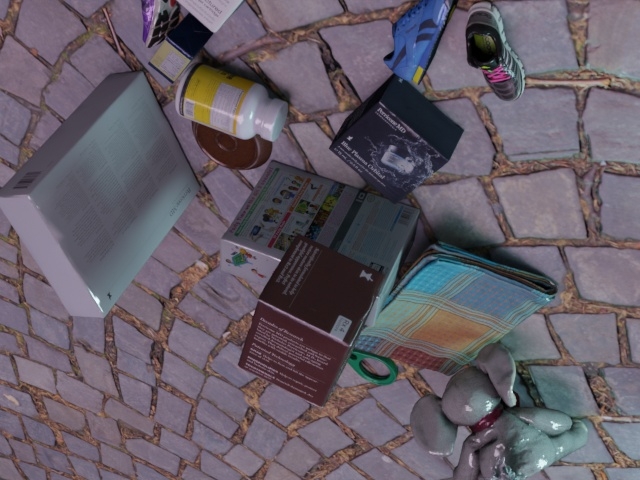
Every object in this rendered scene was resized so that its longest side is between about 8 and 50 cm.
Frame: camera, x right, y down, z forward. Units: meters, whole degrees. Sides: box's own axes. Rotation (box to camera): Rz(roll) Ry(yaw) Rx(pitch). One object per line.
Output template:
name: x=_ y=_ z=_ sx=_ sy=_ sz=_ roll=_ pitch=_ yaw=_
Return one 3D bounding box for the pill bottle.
pill bottle: x=-0.155 y=-0.239 z=1.837 sx=0.184 sy=0.103 sz=0.103 roll=21 pitch=138 yaw=10

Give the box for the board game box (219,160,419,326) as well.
board game box: x=0.000 y=0.000 z=1.898 sx=0.303 sy=0.224 sz=0.097 roll=20 pitch=140 yaw=11

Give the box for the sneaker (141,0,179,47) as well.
sneaker: x=-0.284 y=-0.411 z=1.784 sx=0.071 sy=0.068 sz=0.170 roll=32 pitch=133 yaw=20

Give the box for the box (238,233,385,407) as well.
box: x=-0.017 y=0.136 z=1.744 sx=0.167 sy=0.168 sz=0.203 roll=26 pitch=138 yaw=6

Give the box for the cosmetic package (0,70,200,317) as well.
cosmetic package: x=-0.394 y=-0.089 z=1.916 sx=0.097 sy=0.377 sz=0.284 roll=-1 pitch=130 yaw=32

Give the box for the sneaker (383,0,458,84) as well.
sneaker: x=0.152 y=-0.331 z=1.594 sx=0.082 sy=0.069 sz=0.209 roll=30 pitch=140 yaw=5

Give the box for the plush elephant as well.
plush elephant: x=0.335 y=0.354 z=2.050 sx=0.272 sy=0.330 sz=0.255 roll=-32 pitch=74 yaw=16

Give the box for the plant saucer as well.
plant saucer: x=-0.172 y=-0.193 z=1.952 sx=0.168 sy=0.029 sz=0.168 roll=17 pitch=138 yaw=16

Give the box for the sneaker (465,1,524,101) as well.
sneaker: x=0.260 y=-0.274 z=1.584 sx=0.063 sy=0.075 sz=0.170 roll=-4 pitch=129 yaw=33

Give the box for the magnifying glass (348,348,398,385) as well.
magnifying glass: x=0.064 y=0.243 z=2.260 sx=0.231 sy=0.026 sz=0.092 roll=29 pitch=140 yaw=-2

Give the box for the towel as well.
towel: x=0.239 y=0.145 z=1.979 sx=0.271 sy=0.040 sz=0.370 roll=18 pitch=141 yaw=-19

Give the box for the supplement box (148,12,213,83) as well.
supplement box: x=-0.243 y=-0.333 z=1.808 sx=0.056 sy=0.083 sz=0.083 roll=40 pitch=138 yaw=-10

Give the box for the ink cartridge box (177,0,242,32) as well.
ink cartridge box: x=-0.147 y=-0.481 z=1.579 sx=0.197 sy=0.114 sz=0.273 roll=41 pitch=137 yaw=-11

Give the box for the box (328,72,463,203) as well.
box: x=0.126 y=-0.170 z=1.753 sx=0.156 sy=0.093 sz=0.158 roll=39 pitch=137 yaw=-10
